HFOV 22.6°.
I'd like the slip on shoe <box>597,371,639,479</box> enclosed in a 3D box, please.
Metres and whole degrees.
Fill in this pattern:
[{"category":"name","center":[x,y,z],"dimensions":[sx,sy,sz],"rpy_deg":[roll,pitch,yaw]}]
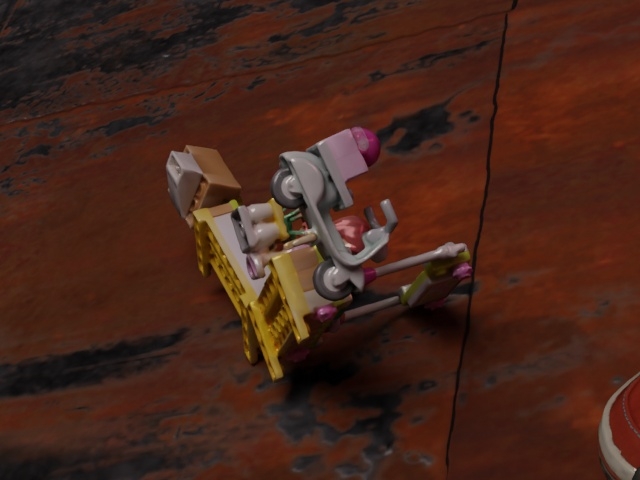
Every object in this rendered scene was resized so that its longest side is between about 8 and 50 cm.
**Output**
[{"category":"slip on shoe","center":[0.265,0.015,0.716],"dimensions":[0.331,0.101,0.123],"rpy_deg":[-29,36,-3]}]

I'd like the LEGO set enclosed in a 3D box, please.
[{"category":"LEGO set","center":[0.000,0.000,0.911],"dimensions":[0.107,0.132,0.287],"rpy_deg":[-16,8,-16]}]

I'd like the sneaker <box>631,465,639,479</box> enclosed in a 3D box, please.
[{"category":"sneaker","center":[0.214,0.144,0.592],"dimensions":[0.130,0.087,0.227],"rpy_deg":[-30,37,-9]}]
